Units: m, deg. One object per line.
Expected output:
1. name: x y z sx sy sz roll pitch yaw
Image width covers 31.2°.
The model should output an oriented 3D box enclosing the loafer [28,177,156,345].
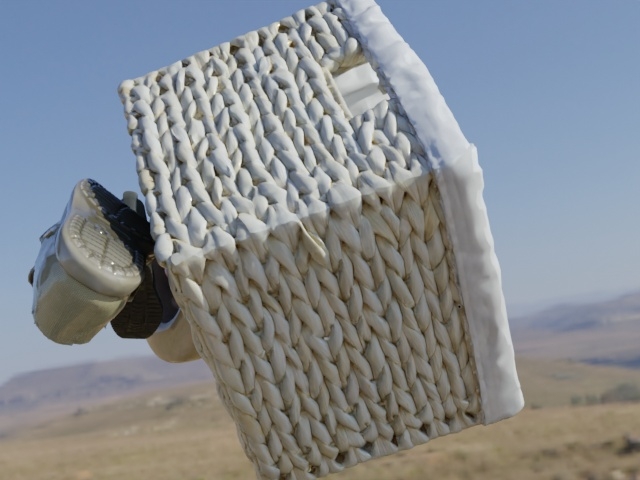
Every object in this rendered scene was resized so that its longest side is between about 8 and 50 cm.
1. loafer: -0.199 0.017 0.979 0.092 0.102 0.268 -51 7 7

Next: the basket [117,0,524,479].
1. basket: 0.000 0.000 1.079 0.267 0.328 0.331 -21 -50 -2

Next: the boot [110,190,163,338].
1. boot: -0.266 0.039 1.656 0.077 0.137 0.197 2 -41 -12

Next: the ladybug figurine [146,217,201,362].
1. ladybug figurine: -0.144 -0.002 1.720 0.162 0.305 0.449 4 -46 -28
